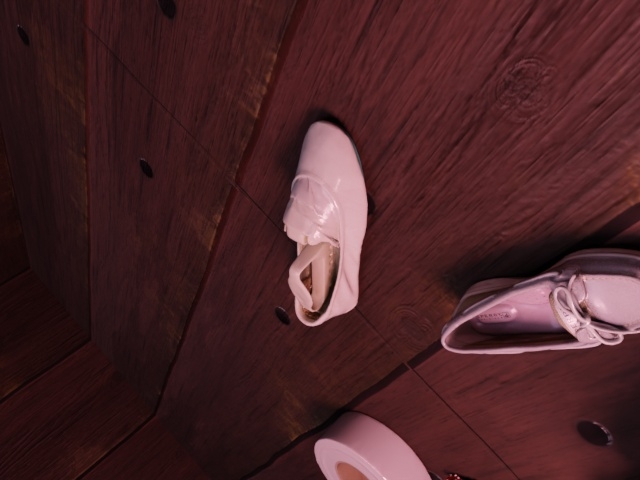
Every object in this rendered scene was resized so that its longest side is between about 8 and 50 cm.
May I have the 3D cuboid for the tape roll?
[{"bbox_3d":[0.122,0.546,1.361,0.286,0.100,0.286,30,140,29],"label":"tape roll"}]

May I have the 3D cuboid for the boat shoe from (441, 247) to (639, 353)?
[{"bbox_3d":[0.291,0.094,0.740,0.320,0.103,0.118,-18,106,55],"label":"boat shoe"}]

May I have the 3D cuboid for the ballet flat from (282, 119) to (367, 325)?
[{"bbox_3d":[0.000,0.000,0.972,0.139,0.139,0.401,28,139,31],"label":"ballet flat"}]

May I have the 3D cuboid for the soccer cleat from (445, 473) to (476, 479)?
[{"bbox_3d":[0.293,0.505,1.185,0.083,0.029,0.036,-11,108,48],"label":"soccer cleat"}]
